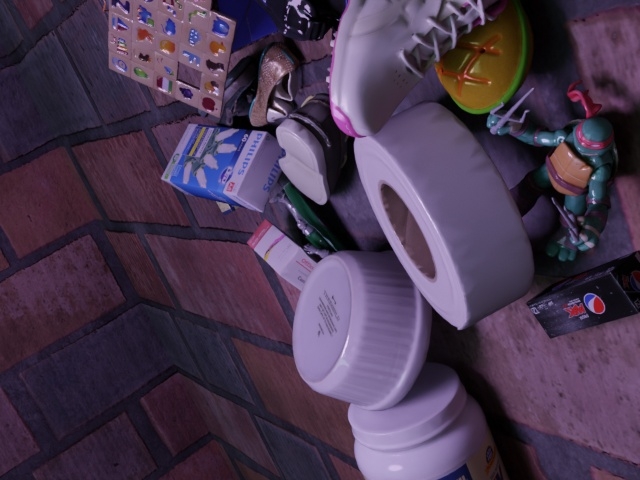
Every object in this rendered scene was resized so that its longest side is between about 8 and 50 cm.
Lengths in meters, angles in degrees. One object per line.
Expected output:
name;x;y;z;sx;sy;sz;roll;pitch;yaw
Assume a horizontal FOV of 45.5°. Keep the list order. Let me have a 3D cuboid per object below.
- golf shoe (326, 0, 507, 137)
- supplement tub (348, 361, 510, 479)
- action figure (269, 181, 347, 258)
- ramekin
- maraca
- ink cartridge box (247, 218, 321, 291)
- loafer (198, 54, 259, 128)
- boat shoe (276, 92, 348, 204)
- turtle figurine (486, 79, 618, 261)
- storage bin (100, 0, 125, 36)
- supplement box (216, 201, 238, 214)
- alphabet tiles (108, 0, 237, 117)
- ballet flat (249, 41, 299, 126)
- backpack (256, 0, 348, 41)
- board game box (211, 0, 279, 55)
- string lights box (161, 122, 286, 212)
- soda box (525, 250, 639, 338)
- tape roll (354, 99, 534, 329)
golf shoe;0.112;-0.237;0.757;0.140;0.306;0.115;26;-178;33
supplement tub;0.198;0.400;1.323;0.235;0.235;0.324;7;125;58
action figure;0.000;0.000;1.398;0.232;0.063;0.137;48;-178;-1
ramekin;0.055;0.139;1.254;0.273;0.127;0.272;-40;44;54
maraca;0.174;-0.232;0.840;0.127;0.099;0.185;-17;79;51
ink cartridge box;-0.048;0.044;1.467;0.115;0.067;0.198;37;180;-35
loafer;-0.151;-0.262;1.399;0.084;0.096;0.267;42;164;-13
boat shoe;-0.006;-0.142;1.240;0.109;0.091;0.305;38;169;8
turtle figurine;0.265;-0.070;0.830;0.234;0.118;0.175;79;166;-65
storage bin;-0.286;-0.388;1.154;0.091;0.098;0.135;-21;100;53
supplement box;-0.180;-0.111;1.597;0.083;0.083;0.056;62;154;-7
alphabet tiles;-0.224;-0.304;1.132;0.198;0.009;0.237;25;143;2
ballet flat;-0.076;-0.246;1.292;0.067;0.073;0.206;37;154;9
backpack;-0.019;-0.399;0.845;0.263;0.213;0.276;35;149;39
board game box;-0.191;-0.453;1.177;0.291;0.141;0.232;34;145;39
string lights box;-0.184;-0.144;1.468;0.260;0.133;0.077;14;166;47
soda box;0.331;0.070;0.936;0.060;0.053;0.169;56;155;3
tape roll;0.153;-0.032;0.985;0.286;0.100;0.286;60;173;13
